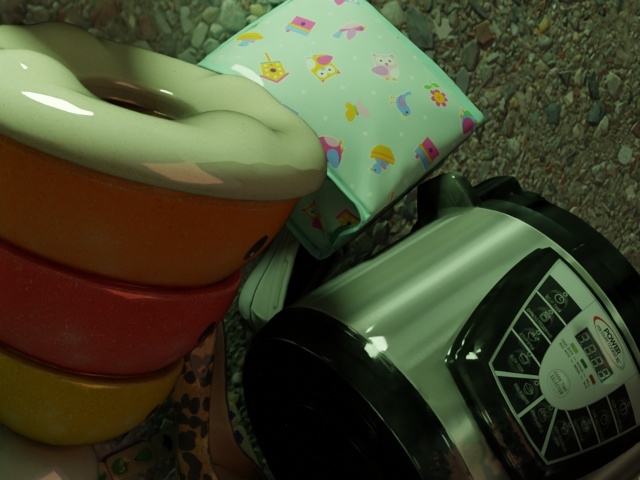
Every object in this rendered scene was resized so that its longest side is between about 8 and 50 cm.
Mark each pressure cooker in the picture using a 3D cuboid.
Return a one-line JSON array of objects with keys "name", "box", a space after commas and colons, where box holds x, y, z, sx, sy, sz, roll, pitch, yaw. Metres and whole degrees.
[{"name": "pressure cooker", "box": [0.171, 0.148, 1.168, 0.420, 0.375, 0.370, -29, 138, -29]}]

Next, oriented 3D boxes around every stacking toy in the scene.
[{"name": "stacking toy", "box": [-0.220, 0.065, 1.000, 0.351, 0.350, 0.480, 3, 114, -42]}]

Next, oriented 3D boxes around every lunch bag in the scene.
[{"name": "lunch bag", "box": [0.008, -0.148, 1.202, 0.262, 0.160, 0.223, 48, 61, 3]}]

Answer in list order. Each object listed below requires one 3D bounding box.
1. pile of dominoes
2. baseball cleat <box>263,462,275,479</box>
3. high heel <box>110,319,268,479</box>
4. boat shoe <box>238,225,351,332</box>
[{"name": "pile of dominoes", "box": [-0.150, 0.305, 1.162, 0.251, 0.040, 0.196, -21, 85, -37]}, {"name": "baseball cleat", "box": [-0.016, 0.203, 1.310, 0.206, 0.072, 0.109, -44, 109, -33]}, {"name": "high heel", "box": [-0.084, 0.198, 1.124, 0.261, 0.093, 0.186, 37, 108, -9]}, {"name": "boat shoe", "box": [0.000, 0.000, 1.269, 0.095, 0.084, 0.258, 34, 74, -39]}]
